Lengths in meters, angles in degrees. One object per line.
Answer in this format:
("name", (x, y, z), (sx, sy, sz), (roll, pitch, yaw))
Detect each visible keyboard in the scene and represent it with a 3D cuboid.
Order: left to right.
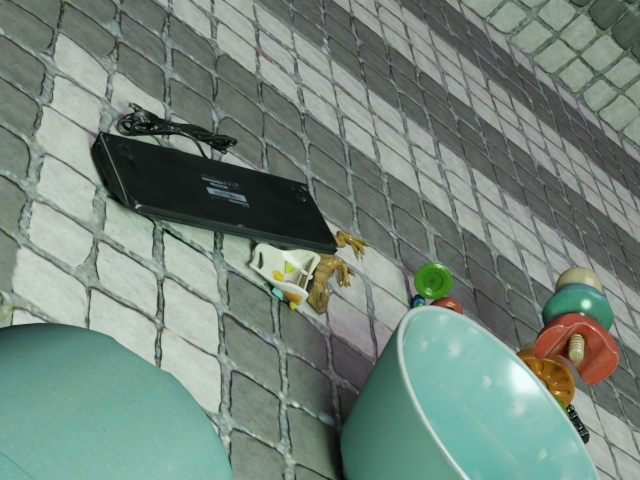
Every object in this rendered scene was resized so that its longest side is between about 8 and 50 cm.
("keyboard", (-0.130, -0.072, 1.555), (0.317, 0.033, 0.201), (14, 38, -42))
("keyboard", (0.319, 0.249, 1.851), (0.108, 0.023, 0.180), (54, 24, 15))

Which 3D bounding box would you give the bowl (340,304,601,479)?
("bowl", (0.140, 0.237, 1.404), (0.311, 0.163, 0.311), (38, 26, -22))

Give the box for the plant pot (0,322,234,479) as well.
("plant pot", (-0.210, 0.203, 0.729), (0.341, 0.341, 0.334), (48, 16, 0))

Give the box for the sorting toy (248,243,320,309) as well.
("sorting toy", (-0.047, 0.036, 1.554), (0.075, 0.045, 0.083), (33, 32, -8))

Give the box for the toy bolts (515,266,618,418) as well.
("toy bolts", (0.267, 0.124, 1.697), (0.218, 0.228, 0.158), (32, 38, -11))

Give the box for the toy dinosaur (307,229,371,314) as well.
("toy dinosaur", (0.000, 0.000, 1.654), (0.112, 0.064, 0.211), (25, 33, -38))

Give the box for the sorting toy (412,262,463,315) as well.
("sorting toy", (0.154, 0.075, 1.799), (0.042, 0.061, 0.102), (-90, 161, -75))
